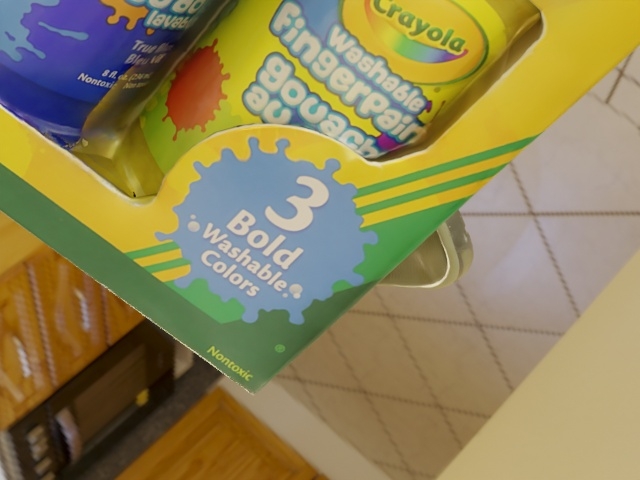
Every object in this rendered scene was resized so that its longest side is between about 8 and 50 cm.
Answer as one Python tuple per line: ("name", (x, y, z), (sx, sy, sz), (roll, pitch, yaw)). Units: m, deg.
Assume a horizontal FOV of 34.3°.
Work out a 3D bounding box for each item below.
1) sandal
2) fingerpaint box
("sandal", (0.000, 0.001, 0.767), (0.303, 0.086, 0.120), (-8, 116, 56))
("fingerpaint box", (-0.075, -0.196, 0.480), (0.445, 0.163, 0.371), (39, 115, -16))
